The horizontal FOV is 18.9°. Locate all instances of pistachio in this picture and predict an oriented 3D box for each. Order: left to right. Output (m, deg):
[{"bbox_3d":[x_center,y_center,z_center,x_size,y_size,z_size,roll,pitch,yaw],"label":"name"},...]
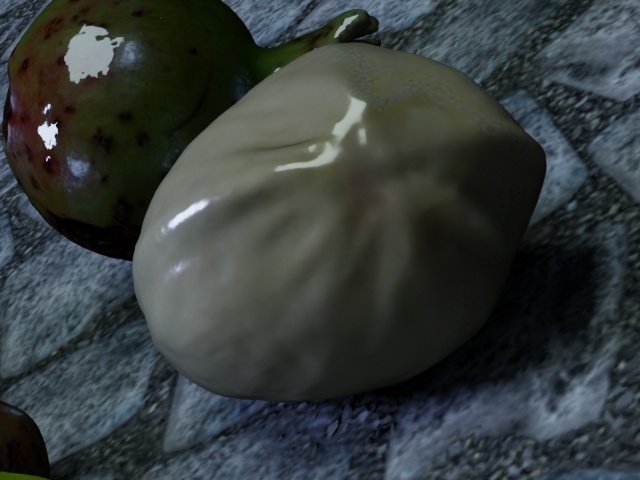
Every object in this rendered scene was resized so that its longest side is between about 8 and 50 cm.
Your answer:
[{"bbox_3d":[0.000,0.000,1.201,0.226,0.208,0.332,-2,-22,-41],"label":"pistachio"}]

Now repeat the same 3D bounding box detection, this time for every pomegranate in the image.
[{"bbox_3d":[-0.247,0.169,1.338,0.130,0.130,0.130,-30,25,16],"label":"pomegranate"},{"bbox_3d":[-0.104,-0.116,1.531,0.306,0.242,0.242,-22,21,-15],"label":"pomegranate"}]

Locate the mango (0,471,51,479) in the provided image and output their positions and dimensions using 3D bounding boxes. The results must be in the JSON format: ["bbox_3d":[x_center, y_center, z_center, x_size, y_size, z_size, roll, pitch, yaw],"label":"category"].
[{"bbox_3d":[-0.274,0.205,1.191,0.273,0.149,0.185,1,-5,-25],"label":"mango"}]
